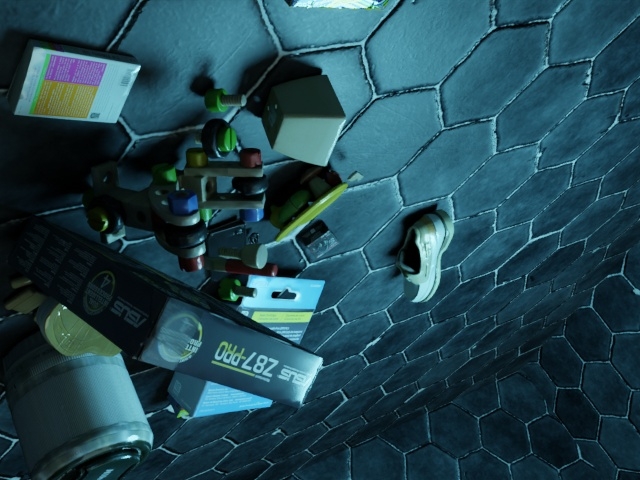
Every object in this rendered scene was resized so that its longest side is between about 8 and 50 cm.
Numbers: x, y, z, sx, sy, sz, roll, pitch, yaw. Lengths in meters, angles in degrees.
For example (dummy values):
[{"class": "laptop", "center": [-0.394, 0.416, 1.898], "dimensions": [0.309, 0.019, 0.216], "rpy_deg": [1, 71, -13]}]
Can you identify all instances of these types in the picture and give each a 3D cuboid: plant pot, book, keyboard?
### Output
[{"class": "plant pot", "center": [-0.034, -0.194, 1.162], "dimensions": [0.096, 0.109, 0.109], "rpy_deg": [-2, 141, -24]}, {"class": "book", "center": [-0.315, -0.202, 0.932], "dimensions": [0.144, 0.035, 0.096], "rpy_deg": [-1, 135, -46]}, {"class": "keyboard", "center": [-0.172, 0.018, 1.437], "dimensions": [0.108, 0.023, 0.180], "rpy_deg": [-17, 150, -15]}]

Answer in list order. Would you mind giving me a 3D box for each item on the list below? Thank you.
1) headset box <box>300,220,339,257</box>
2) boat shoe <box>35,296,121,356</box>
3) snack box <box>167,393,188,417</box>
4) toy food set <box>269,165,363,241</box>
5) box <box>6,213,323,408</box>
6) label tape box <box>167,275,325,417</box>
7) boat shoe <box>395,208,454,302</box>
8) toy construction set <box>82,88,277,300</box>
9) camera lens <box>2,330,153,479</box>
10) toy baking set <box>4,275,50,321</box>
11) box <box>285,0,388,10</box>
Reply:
[{"class": "headset box", "center": [0.000, 0.000, 1.572], "dimensions": [0.062, 0.032, 0.083], "rpy_deg": [-34, 151, 3]}, {"class": "boat shoe", "center": [-0.417, 0.136, 1.237], "dimensions": [0.098, 0.096, 0.277], "rpy_deg": [-53, 164, -9]}, {"class": "snack box", "center": [-0.258, 0.350, 1.826], "dimensions": [0.207, 0.070, 0.174], "rpy_deg": [-9, 143, -40]}, {"class": "toy food set", "center": [-0.021, -0.089, 1.387], "dimensions": [0.218, 0.071, 0.128], "rpy_deg": [-39, 175, 16]}, {"class": "box", "center": [-0.232, 0.103, 1.073], "dimensions": [0.318, 0.394, 0.097], "rpy_deg": [34, 81, -47]}, {"class": "label tape box", "center": [-0.164, 0.216, 1.638], "dimensions": [0.249, 0.115, 0.348], "rpy_deg": [8, 109, -51]}, {"class": "boat shoe", "center": [0.243, 0.049, 1.830], "dimensions": [0.103, 0.113, 0.302], "rpy_deg": [-17, 138, -24]}, {"class": "toy construction set", "center": [-0.221, -0.040, 1.135], "dimensions": [0.237, 0.258, 0.309], "rpy_deg": [5, 141, 22]}, {"class": "camera lens", "center": [-0.452, 0.318, 1.349], "dimensions": [0.219, 0.274, 0.219], "rpy_deg": [-24, 153, -13]}, {"class": "toy baking set", "center": [-0.416, 0.076, 1.275], "dimensions": [0.256, 0.030, 0.197], "rpy_deg": [-21, 156, -9]}, {"class": "box", "center": [0.021, -0.357, 0.997], "dimensions": [0.168, 0.059, 0.054], "rpy_deg": [-12, 143, -35]}]
